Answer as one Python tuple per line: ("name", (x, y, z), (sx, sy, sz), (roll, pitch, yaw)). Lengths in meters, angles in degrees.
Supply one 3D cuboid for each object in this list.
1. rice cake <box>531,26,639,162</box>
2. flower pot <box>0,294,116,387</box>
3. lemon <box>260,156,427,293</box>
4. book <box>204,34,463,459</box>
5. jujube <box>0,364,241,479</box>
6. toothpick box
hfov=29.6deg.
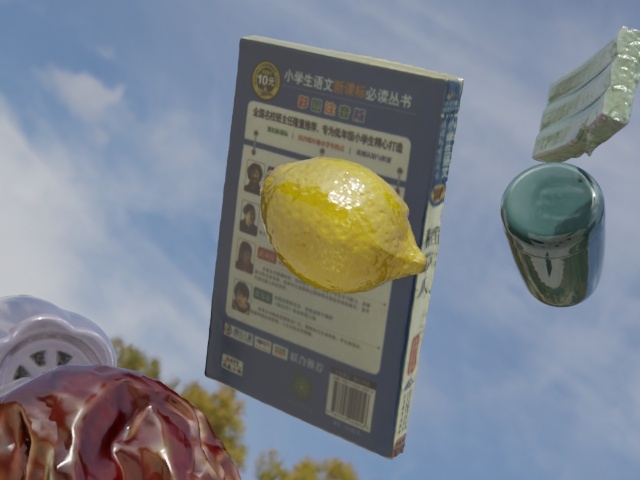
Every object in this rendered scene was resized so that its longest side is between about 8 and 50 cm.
("rice cake", (0.324, -0.166, 1.474), (0.043, 0.127, 0.237), (16, -9, -8))
("flower pot", (-0.375, 0.195, 1.617), (0.265, 0.265, 0.243), (47, -23, -13))
("lemon", (0.010, -0.006, 0.588), (0.092, 0.065, 0.065), (29, -31, 11))
("book", (0.000, 0.000, 1.377), (0.300, 0.039, 0.428), (19, -72, 36))
("jujube", (-0.180, 0.292, 0.945), (0.276, 0.377, 0.276), (-7, -22, -3))
("toothpick box", (0.287, 0.000, 1.464), (0.120, 0.120, 0.184), (22, -23, 27))
